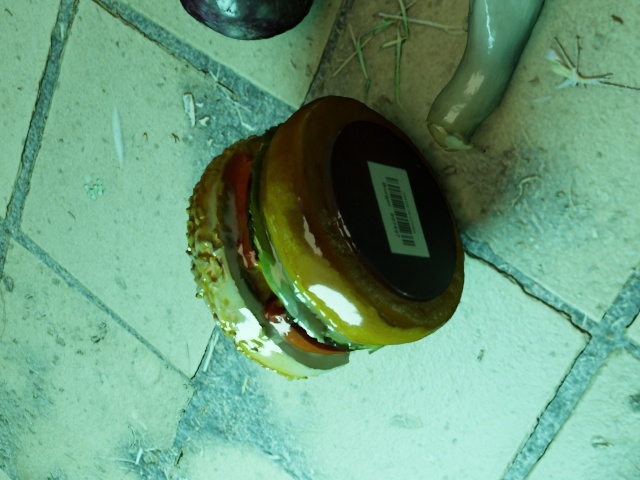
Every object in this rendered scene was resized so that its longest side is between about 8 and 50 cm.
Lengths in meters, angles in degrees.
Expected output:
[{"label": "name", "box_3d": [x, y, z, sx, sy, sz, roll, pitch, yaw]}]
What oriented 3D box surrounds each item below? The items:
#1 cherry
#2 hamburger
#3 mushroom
[{"label": "cherry", "box_3d": [-0.100, -0.354, 1.193, 0.195, 0.195, 0.195, 9, 107, 32]}, {"label": "hamburger", "box_3d": [0.000, 0.000, 1.134, 0.250, 0.330, 0.330, -29, 85, 37]}, {"label": "mushroom", "box_3d": [0.198, -0.232, 1.074, 0.099, 0.096, 0.278, 31, 121, 26]}]
